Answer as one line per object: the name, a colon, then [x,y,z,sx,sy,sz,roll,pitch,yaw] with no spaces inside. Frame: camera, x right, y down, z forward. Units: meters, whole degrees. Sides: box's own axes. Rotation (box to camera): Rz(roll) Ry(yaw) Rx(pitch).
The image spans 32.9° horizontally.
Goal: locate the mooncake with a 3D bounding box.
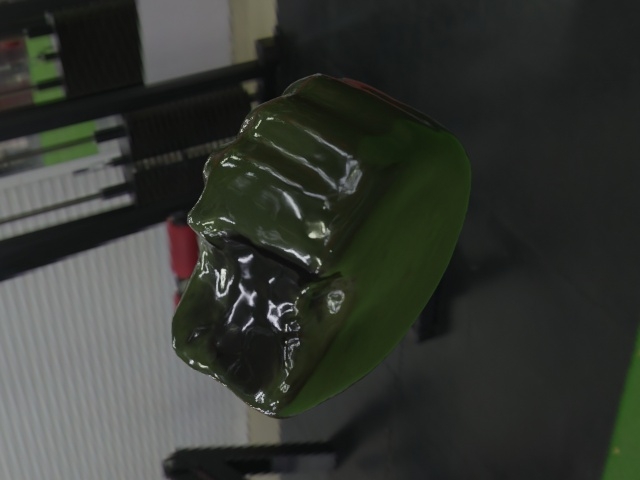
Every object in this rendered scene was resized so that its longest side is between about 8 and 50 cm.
mooncake: [0.000,0.000,1.110,0.187,0.351,0.351,31,139,25]
